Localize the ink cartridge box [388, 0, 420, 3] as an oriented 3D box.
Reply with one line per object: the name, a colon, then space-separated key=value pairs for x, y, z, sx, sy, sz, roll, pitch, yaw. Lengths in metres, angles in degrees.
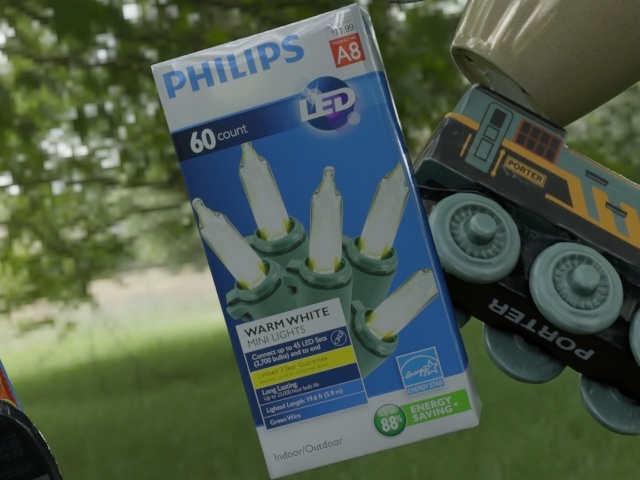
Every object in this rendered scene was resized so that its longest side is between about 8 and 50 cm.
ink cartridge box: x=0.126 y=-0.245 z=0.707 sx=0.270 sy=0.198 sz=0.197 roll=-24 pitch=8 yaw=-3

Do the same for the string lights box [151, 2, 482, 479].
string lights box: x=0.000 y=0.000 z=1.019 sx=0.133 sy=0.260 sz=0.077 roll=-16 pitch=2 yaw=8

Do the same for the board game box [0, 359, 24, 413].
board game box: x=-0.374 y=0.116 z=1.357 sx=0.086 sy=0.308 sz=0.302 roll=-16 pitch=15 yaw=17

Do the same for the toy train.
toy train: x=0.200 y=0.016 z=1.330 sx=0.334 sy=0.190 sz=0.142 roll=27 pitch=-33 yaw=-2

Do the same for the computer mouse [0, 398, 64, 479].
computer mouse: x=-0.210 y=0.222 z=1.002 sx=0.184 sy=0.262 sz=0.060 roll=-26 pitch=15 yaw=-1

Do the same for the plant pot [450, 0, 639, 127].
plant pot: x=0.258 y=-0.242 z=1.570 sx=0.274 sy=0.256 sz=0.256 roll=-50 pitch=5 yaw=-7
